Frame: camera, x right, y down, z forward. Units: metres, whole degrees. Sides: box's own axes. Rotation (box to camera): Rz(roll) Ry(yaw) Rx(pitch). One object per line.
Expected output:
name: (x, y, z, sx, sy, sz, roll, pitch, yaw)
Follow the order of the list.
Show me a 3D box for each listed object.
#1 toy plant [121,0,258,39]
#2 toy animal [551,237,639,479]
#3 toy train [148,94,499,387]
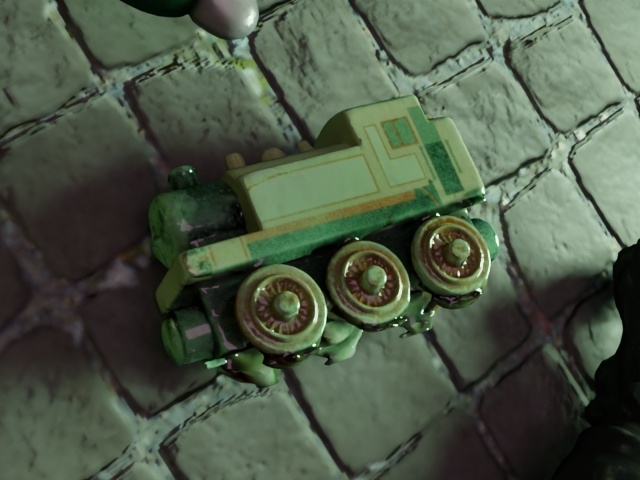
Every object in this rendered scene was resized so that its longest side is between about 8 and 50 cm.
toy plant: (-0.063, -0.232, 0.548, 0.232, 0.112, 0.243, -35, 88, -26)
toy animal: (0.183, 0.155, 0.579, 0.168, 0.106, 0.343, 39, 56, -5)
toy train: (0.000, 0.000, 0.542, 0.194, 0.081, 0.125, -15, 74, -28)
